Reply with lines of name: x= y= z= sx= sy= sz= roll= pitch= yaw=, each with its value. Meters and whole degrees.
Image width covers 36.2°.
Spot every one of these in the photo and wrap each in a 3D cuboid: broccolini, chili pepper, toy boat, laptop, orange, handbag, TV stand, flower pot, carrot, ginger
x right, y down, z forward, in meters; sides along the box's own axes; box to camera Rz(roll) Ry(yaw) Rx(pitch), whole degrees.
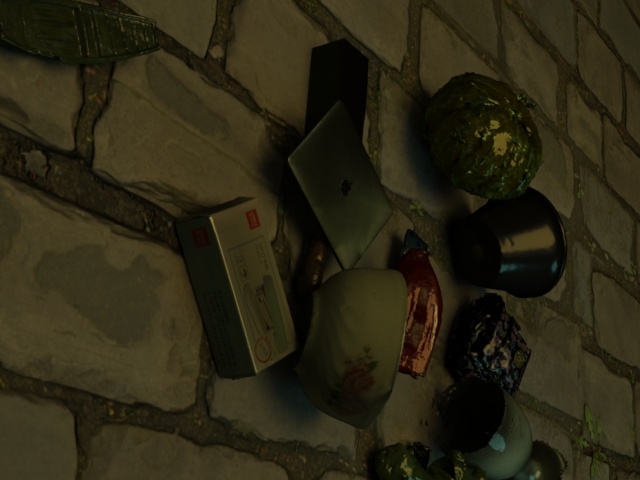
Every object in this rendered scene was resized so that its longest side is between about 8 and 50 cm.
broccolini: x=0.201 y=0.509 z=1.947 sx=0.042 sy=0.044 sz=0.218 roll=3 pitch=83 yaw=-70
chili pepper: x=0.167 y=0.135 z=1.844 sx=0.136 sy=0.144 sz=0.253 roll=38 pitch=70 yaw=-43
toy boat: x=-0.346 y=-0.291 z=1.372 sx=0.293 sy=0.055 sz=0.093 roll=-9 pitch=87 yaw=-54
laptop: x=0.040 y=-0.096 z=1.773 sx=0.188 sy=0.015 sz=0.269 roll=-51 pitch=128 yaw=-33
orange: x=0.360 y=-0.217 z=2.183 sx=0.300 sy=0.223 sz=0.301 roll=18 pitch=47 yaw=-35
handbag: x=0.381 y=0.243 z=2.189 sx=0.229 sy=0.126 sz=0.208 roll=-52 pitch=124 yaw=-37
TV stand: x=0.030 y=-0.241 z=1.866 sx=0.088 sy=0.082 sz=0.270 roll=30 pitch=58 yaw=-48
flower pot: x=0.405 y=0.015 z=2.219 sx=0.166 sy=0.269 sz=0.269 roll=-11 pitch=90 yaw=-32
carrot: x=0.000 y=0.000 z=1.771 sx=0.049 sy=0.049 sz=0.255 roll=40 pitch=56 yaw=-42
ginger: x=0.218 y=0.467 z=1.891 sx=0.289 sy=0.089 sz=0.137 roll=14 pitch=102 yaw=-27

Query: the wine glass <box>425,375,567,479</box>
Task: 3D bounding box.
wine glass: x=0.379 y=0.435 z=2.080 sx=0.357 sy=0.190 sz=0.191 roll=43 pitch=48 yaw=-38

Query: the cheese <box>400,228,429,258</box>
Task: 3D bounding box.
cheese: x=0.180 y=0.115 z=1.984 sx=0.189 sy=0.074 sz=0.286 roll=43 pitch=48 yaw=-42

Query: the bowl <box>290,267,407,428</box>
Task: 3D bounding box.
bowl: x=0.035 y=0.166 z=1.644 sx=0.145 sy=0.277 sz=0.277 roll=16 pitch=62 yaw=-10

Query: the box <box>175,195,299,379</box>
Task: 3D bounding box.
box: x=-0.131 y=0.073 z=1.553 sx=0.135 sy=0.079 sz=0.270 roll=-25 pitch=101 yaw=-55
